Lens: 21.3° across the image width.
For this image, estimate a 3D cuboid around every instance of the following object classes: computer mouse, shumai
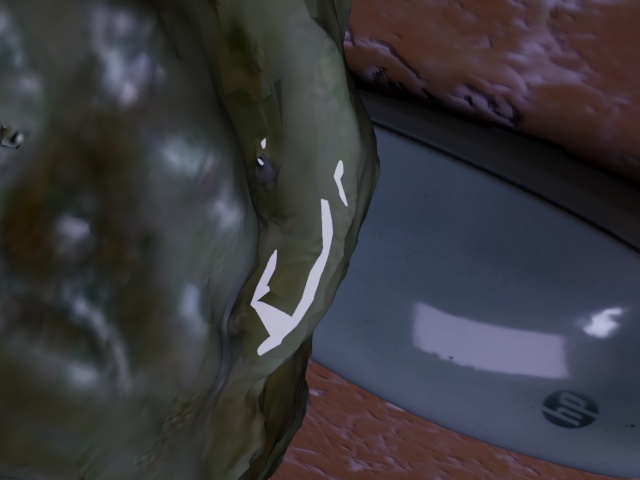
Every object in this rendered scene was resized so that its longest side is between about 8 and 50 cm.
[{"bbox_3d":[0.052,0.026,0.793,0.288,0.097,0.159,18,137,12],"label":"computer mouse"},{"bbox_3d":[-0.121,-0.117,0.510,0.395,0.348,0.395,22,176,2],"label":"shumai"}]
